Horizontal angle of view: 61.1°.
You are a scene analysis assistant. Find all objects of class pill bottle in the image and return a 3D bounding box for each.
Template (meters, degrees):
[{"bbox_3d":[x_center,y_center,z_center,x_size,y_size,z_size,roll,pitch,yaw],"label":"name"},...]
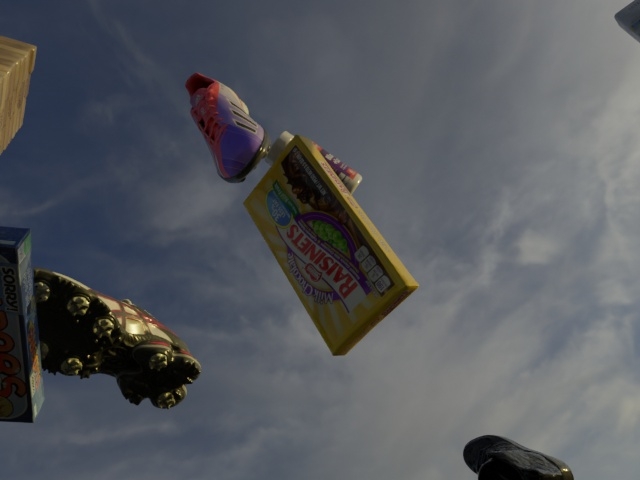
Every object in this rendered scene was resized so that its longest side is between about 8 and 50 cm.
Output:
[{"bbox_3d":[-0.017,-0.146,1.154,0.193,0.108,0.108,35,-66,-1],"label":"pill bottle"}]

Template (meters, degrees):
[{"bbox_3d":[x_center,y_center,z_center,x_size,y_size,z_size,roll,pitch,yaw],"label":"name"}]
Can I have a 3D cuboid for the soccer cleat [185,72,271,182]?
[{"bbox_3d":[-0.170,-0.197,0.917,0.108,0.318,0.116,-42,-57,9],"label":"soccer cleat"}]

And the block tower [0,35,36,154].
[{"bbox_3d":[-0.323,-0.104,0.457,0.097,0.335,0.091,12,-62,-24],"label":"block tower"}]

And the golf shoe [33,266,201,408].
[{"bbox_3d":[-0.279,0.117,0.688,0.105,0.120,0.273,-46,-58,0],"label":"golf shoe"}]

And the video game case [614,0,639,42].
[{"bbox_3d":[0.482,-0.310,0.630,0.227,0.206,0.026,-34,-70,29],"label":"video game case"}]

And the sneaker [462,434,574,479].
[{"bbox_3d":[0.195,0.243,0.579,0.089,0.170,0.051,12,-102,-29],"label":"sneaker"}]

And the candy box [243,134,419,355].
[{"bbox_3d":[0.000,0.000,0.539,0.027,0.206,0.105,6,-48,-49],"label":"candy box"}]

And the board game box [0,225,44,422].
[{"bbox_3d":[-0.326,0.076,0.479,0.136,0.035,0.201,6,-61,-10],"label":"board game box"}]
